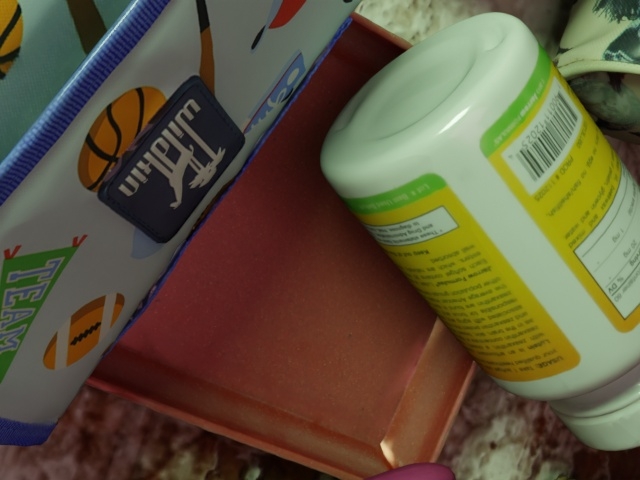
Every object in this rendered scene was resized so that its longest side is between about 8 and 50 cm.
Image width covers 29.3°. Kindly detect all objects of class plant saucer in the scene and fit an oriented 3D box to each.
[{"bbox_3d":[0.000,0.000,0.747,0.258,0.048,0.259,25,88,-26],"label":"plant saucer"}]

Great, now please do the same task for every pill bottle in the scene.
[{"bbox_3d":[0.123,0.004,0.703,0.136,0.136,0.245,-45,113,-12],"label":"pill bottle"}]

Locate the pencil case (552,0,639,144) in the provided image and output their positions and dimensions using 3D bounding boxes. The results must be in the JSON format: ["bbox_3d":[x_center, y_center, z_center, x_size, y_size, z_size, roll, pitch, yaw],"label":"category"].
[{"bbox_3d":[0.282,-0.251,0.766,0.160,0.183,0.410,23,87,-25],"label":"pencil case"}]

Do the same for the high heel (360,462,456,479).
[{"bbox_3d":[-0.104,0.182,0.685,0.377,0.127,0.181,-28,73,-26],"label":"high heel"}]

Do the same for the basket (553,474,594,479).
[{"bbox_3d":[0.256,0.335,0.822,0.223,0.213,0.299,16,91,-25],"label":"basket"}]

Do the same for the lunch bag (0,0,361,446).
[{"bbox_3d":[-0.172,-0.112,0.528,0.385,0.239,0.327,39,85,-40],"label":"lunch bag"}]
